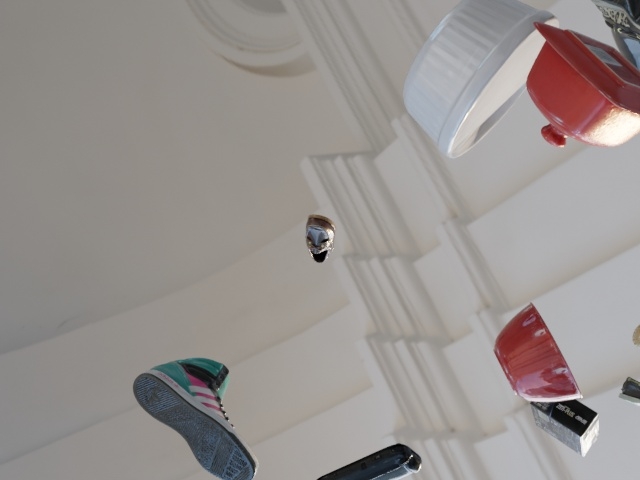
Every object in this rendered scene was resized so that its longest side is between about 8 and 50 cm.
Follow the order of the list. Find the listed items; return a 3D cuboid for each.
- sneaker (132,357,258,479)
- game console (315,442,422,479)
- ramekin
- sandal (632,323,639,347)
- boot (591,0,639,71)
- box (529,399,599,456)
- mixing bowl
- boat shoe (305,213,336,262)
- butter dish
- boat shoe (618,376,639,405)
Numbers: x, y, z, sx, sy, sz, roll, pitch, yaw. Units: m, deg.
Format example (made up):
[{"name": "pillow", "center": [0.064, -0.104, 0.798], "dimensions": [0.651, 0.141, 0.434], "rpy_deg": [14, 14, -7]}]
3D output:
[{"name": "sneaker", "center": [-0.218, 0.344, 1.371], "dimensions": [0.295, 0.123, 0.178], "rpy_deg": [41, -156, 7]}, {"name": "game console", "center": [0.031, 0.483, 1.307], "dimensions": [0.213, 0.361, 0.043], "rpy_deg": [41, -154, -48]}, {"name": "ramekin", "center": [0.250, -0.276, 1.108], "dimensions": [0.127, 0.272, 0.273], "rpy_deg": [41, -142, 16]}, {"name": "sandal", "center": [0.557, 0.165, 1.117], "dimensions": [0.240, 0.079, 0.088], "rpy_deg": [17, -110, -64]}, {"name": "boot", "center": [0.529, -0.320, 1.064], "dimensions": [0.178, 0.085, 0.236], "rpy_deg": [43, -168, -37]}, {"name": "box", "center": [0.632, 0.462, 1.754], "dimensions": [0.147, 0.077, 0.180], "rpy_deg": [32, 164, 36]}, {"name": "mixing bowl", "center": [0.362, 0.208, 1.174], "dimensions": [0.181, 0.098, 0.181], "rpy_deg": [61, -170, -17]}, {"name": "boat shoe", "center": [0.000, 0.000, 1.673], "dimensions": [0.073, 0.207, 0.073], "rpy_deg": [13, -108, 12]}, {"name": "butter dish", "center": [0.307, -0.161, 0.796], "dimensions": [0.160, 0.118, 0.159], "rpy_deg": [2, -133, -38]}, {"name": "boat shoe", "center": [0.902, 0.420, 1.788], "dimensions": [0.081, 0.228, 0.068], "rpy_deg": [27, -99, -37]}]
